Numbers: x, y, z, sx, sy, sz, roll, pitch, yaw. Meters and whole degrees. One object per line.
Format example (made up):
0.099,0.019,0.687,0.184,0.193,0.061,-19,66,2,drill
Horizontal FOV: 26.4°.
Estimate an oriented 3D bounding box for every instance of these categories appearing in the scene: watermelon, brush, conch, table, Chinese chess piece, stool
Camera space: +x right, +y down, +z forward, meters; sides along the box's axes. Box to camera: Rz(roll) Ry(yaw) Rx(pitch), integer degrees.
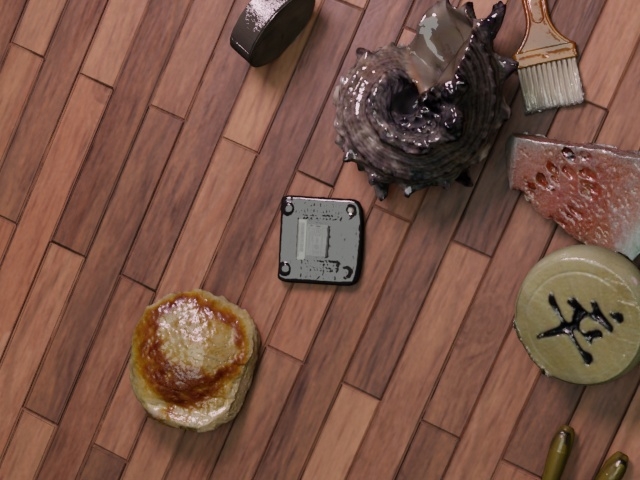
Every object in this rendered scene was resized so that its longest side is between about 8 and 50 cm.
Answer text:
0.353,-0.078,1.844,0.241,0.094,0.154,26,105,15,watermelon
0.295,-0.335,1.891,0.090,0.017,0.315,-11,86,11,brush
0.142,-0.198,1.860,0.241,0.186,0.313,49,119,17,conch
-0.067,-0.309,1.922,0.043,0.133,0.133,42,99,12,table
0.351,0.099,1.808,0.188,0.083,0.189,7,106,27,Chinese chess piece
0.342,0.317,1.818,0.134,0.135,0.111,25,93,-31,stool

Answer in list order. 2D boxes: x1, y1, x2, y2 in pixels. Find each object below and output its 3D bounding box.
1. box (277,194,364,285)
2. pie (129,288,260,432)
0.000,0.000,1.954,0.125,0.027,0.126,3,90,14,box
-0.186,0.173,1.969,0.178,0.084,0.205,19,91,14,pie
